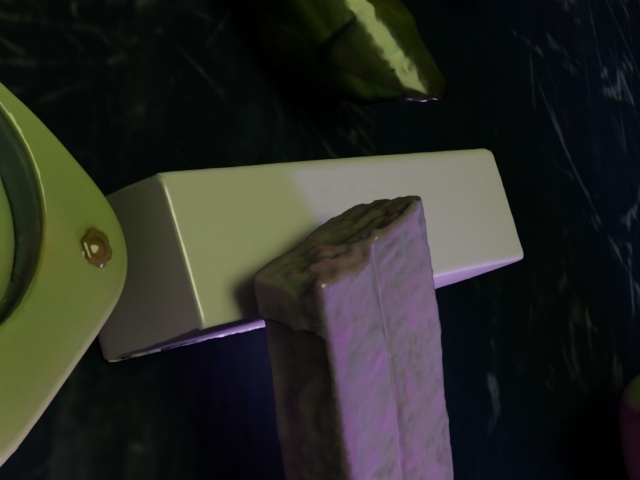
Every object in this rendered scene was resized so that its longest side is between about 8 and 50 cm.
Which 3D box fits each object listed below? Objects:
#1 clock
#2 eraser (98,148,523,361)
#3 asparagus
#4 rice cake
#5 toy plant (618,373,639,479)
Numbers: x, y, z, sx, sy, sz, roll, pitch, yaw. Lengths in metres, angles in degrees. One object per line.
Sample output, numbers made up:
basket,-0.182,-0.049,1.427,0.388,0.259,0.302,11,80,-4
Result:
clock,-0.192,-0.018,0.559,0.232,0.069,0.170,51,42,-19
eraser,0.000,0.001,0.772,0.298,0.076,0.078,-8,80,-51
asparagus,-0.046,-0.208,0.813,0.343,0.085,0.082,51,48,-15
rice cake,0.027,0.133,0.700,0.106,0.050,0.298,-29,116,-52
toy plant,0.344,0.244,0.939,0.317,0.210,0.356,-128,-156,-81
